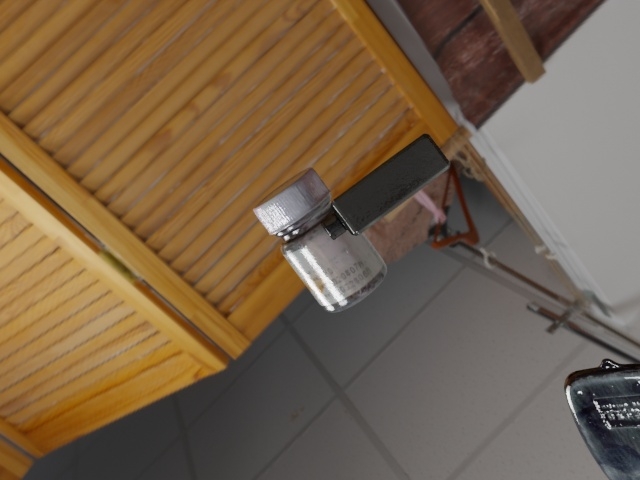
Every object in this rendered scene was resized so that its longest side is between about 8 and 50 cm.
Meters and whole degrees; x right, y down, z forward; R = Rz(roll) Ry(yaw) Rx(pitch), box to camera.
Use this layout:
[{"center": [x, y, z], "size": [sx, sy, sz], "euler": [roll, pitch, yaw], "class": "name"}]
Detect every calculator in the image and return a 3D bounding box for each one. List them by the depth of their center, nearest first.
[{"center": [0.439, 0.264, 0.895], "size": [0.177, 0.268, 0.040], "euler": [-22, -166, 44], "class": "calculator"}]

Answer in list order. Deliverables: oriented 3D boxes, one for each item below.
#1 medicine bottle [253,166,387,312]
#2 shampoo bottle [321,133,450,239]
[{"center": [0.000, 0.000, 1.375], "size": [0.165, 0.273, 0.165], "euler": [-36, -170, 7], "class": "medicine bottle"}, {"center": [0.110, -0.088, 1.195], "size": [0.246, 0.079, 0.080], "euler": [-37, 179, -2], "class": "shampoo bottle"}]
